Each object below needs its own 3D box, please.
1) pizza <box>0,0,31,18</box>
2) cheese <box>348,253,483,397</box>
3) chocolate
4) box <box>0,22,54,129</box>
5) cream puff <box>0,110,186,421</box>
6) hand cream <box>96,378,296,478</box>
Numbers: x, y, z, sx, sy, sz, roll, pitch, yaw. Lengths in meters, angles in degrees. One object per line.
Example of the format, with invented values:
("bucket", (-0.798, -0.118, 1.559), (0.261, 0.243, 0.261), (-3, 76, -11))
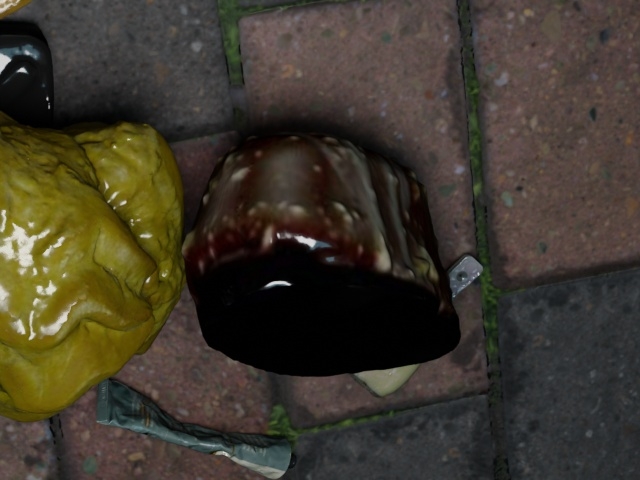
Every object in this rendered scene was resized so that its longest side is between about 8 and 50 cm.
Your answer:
("pizza", (-0.398, -0.262, 1.839), (0.204, 0.080, 0.188), (-27, 108, -1))
("cheese", (0.105, 0.089, 2.181), (0.192, 0.037, 0.097), (-44, 116, 9))
("chocolate", (0.000, 0.000, 1.990), (0.225, 0.210, 0.340), (-19, 156, 28))
("box", (-0.407, -0.076, 1.972), (0.289, 0.073, 0.290), (-1, 114, -13))
("cream puff", (-0.245, 0.014, 1.863), (0.270, 0.274, 0.323), (-19, 121, -11))
("hand cream", (-0.133, 0.207, 2.164), (0.248, 0.075, 0.052), (24, 101, -24))
